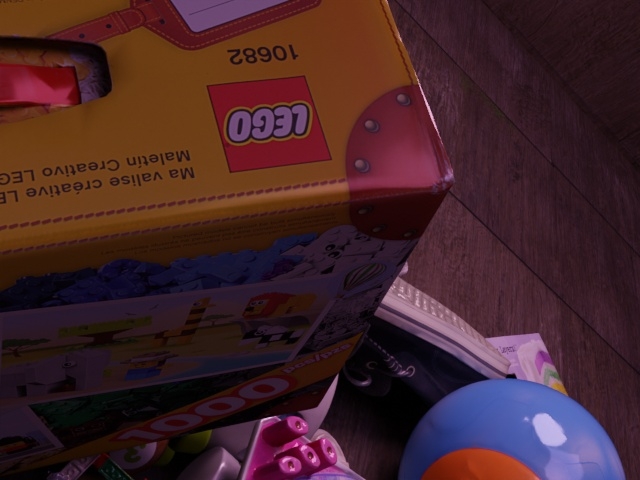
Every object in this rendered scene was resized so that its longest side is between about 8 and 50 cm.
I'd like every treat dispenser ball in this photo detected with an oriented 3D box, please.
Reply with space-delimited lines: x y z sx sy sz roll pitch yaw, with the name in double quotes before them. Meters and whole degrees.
"treat dispenser ball" 0.243 0.322 1.142 0.288 0.288 0.288 32 40 -31

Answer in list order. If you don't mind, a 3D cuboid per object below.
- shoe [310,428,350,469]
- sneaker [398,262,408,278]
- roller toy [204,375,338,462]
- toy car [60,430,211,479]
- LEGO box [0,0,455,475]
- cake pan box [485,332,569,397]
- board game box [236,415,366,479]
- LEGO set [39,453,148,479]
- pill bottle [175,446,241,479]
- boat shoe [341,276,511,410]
"shoe" 0.035 0.330 1.086 0.076 0.058 0.219 7 57 -49
"sneaker" 0.000 0.000 1.266 0.297 0.129 0.111 25 46 -36
"roller toy" -0.080 0.145 0.987 0.146 0.209 0.191 29 74 -33
"toy car" -0.199 0.237 0.817 0.155 0.149 0.188 16 61 -30
"LEGO box" -0.224 0.014 0.569 0.500 0.372 0.193 -9 64 -17
"cake pan box" 0.335 0.281 1.495 0.267 0.070 0.246 5 56 -49
"board game box" 0.050 0.409 0.799 0.390 0.050 0.390 39 43 -22
"LEGO set" -0.232 0.218 0.730 0.244 0.060 0.182 2 83 -10
"pill bottle" -0.040 0.331 0.914 0.264 0.146 0.146 45 35 -14
"boat shoe" 0.070 0.121 1.193 0.500 0.156 0.187 34 9 -40
